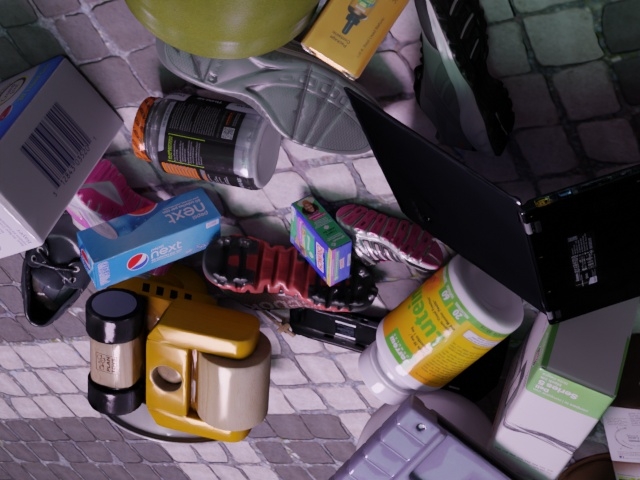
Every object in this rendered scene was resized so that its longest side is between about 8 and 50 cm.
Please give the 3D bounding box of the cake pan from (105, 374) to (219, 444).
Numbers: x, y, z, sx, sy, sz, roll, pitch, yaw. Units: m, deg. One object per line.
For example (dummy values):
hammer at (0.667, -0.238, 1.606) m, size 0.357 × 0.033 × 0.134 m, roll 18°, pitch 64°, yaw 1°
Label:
cake pan at (-0.244, 0.254, 2.033) m, size 0.293 × 0.293 × 0.054 m, roll 15°, pitch 113°, yaw 12°

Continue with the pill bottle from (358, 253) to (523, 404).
pill bottle at (0.170, 0.138, 1.723) m, size 0.136 × 0.136 × 0.245 m, roll 36°, pitch 123°, yaw -15°

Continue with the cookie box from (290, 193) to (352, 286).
cookie box at (0.000, 0.000, 1.735) m, size 0.107 × 0.040 × 0.092 m, roll 48°, pitch 154°, yaw 30°

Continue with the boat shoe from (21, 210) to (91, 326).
boat shoe at (-0.453, 0.045, 2.011) m, size 0.127 × 0.113 × 0.340 m, roll 32°, pitch 141°, yaw -9°

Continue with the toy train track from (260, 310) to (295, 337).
toy train track at (-0.074, 0.135, 1.997) m, size 0.083 × 0.014 × 0.048 m, roll 39°, pitch 147°, yaw -9°

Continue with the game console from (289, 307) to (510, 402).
game console at (0.120, 0.157, 1.895) m, size 0.361 × 0.044 × 0.213 m, roll 15°, pitch 140°, yaw 10°

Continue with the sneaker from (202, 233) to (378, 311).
sneaker at (-0.049, 0.062, 1.836) m, size 0.276 × 0.098 × 0.135 m, roll 10°, pitch 161°, yaw -2°

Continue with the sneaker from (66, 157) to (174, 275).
sneaker at (-0.327, -0.039, 1.869) m, size 0.111 × 0.103 × 0.252 m, roll 3°, pitch 141°, yaw 46°

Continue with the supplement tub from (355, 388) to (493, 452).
supplement tub at (0.201, 0.412, 1.965) m, size 0.235 × 0.235 × 0.325 m, roll 8°, pitch 153°, yaw 20°

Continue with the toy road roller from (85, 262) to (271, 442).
toy road roller at (-0.219, 0.160, 1.904) m, size 0.329 × 0.240 × 0.203 m, roll 13°, pitch 123°, yaw 13°

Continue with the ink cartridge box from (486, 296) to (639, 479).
ink cartridge box at (0.348, 0.199, 1.697) m, size 0.114 × 0.198 × 0.273 m, roll 22°, pitch 142°, yaw 4°

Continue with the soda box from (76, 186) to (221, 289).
soda box at (-0.260, -0.005, 1.781) m, size 0.071 × 0.210 × 0.067 m, roll 54°, pitch 155°, yaw 33°

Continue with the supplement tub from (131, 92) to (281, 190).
supplement tub at (-0.160, -0.142, 1.638) m, size 0.190 × 0.117 × 0.117 m, roll 13°, pitch 140°, yaw 15°

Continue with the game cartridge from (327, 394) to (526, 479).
game cartridge at (0.198, 0.416, 1.742) m, size 0.355 × 0.068 × 0.230 m, roll 37°, pitch 105°, yaw -10°

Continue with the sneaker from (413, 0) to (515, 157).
sneaker at (0.152, -0.208, 1.416) m, size 0.108 × 0.100 × 0.271 m, roll 5°, pitch 138°, yaw 30°

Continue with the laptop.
laptop at (0.290, -0.072, 1.454) m, size 0.408 × 0.236 × 0.382 m, roll -19°, pitch 154°, yaw 8°

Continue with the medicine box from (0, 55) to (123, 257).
medicine box at (-0.483, -0.106, 1.732) m, size 0.289 × 0.263 × 0.149 m, roll -14°, pitch 128°, yaw 38°

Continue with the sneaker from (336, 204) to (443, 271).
sneaker at (0.099, 0.008, 1.720) m, size 0.170 × 0.063 × 0.075 m, roll 23°, pitch 142°, yaw 10°

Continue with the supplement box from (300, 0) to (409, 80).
supplement box at (0.072, -0.297, 1.289) m, size 0.078 × 0.080 × 0.233 m, roll 32°, pitch 110°, yaw -10°

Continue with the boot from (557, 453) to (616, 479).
boot at (0.562, 0.454, 1.974) m, size 0.283 × 0.109 × 0.220 m, roll -17°, pitch 130°, yaw 31°

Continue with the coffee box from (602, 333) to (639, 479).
coffee box at (0.495, 0.272, 1.752) m, size 0.098 × 0.141 × 0.246 m, roll 2°, pitch 137°, yaw 26°

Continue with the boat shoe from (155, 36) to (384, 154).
boat shoe at (-0.058, -0.218, 1.527) m, size 0.320 × 0.103 × 0.118 m, roll 23°, pitch 123°, yaw -7°

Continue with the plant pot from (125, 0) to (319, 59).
plant pot at (-0.087, -0.373, 1.183) m, size 0.366 × 0.366 × 0.353 m, roll 24°, pitch 153°, yaw 1°
